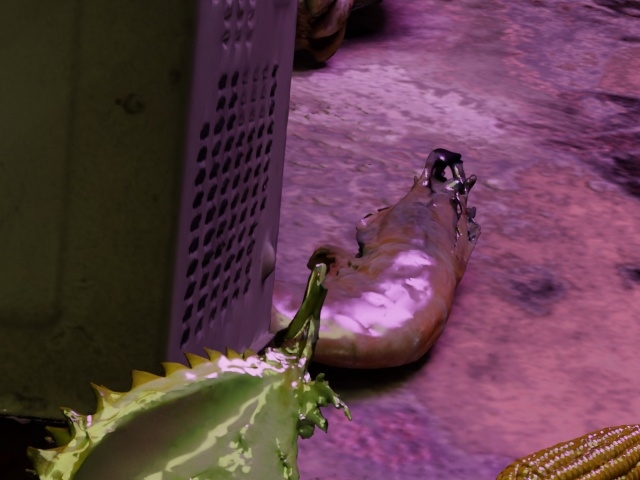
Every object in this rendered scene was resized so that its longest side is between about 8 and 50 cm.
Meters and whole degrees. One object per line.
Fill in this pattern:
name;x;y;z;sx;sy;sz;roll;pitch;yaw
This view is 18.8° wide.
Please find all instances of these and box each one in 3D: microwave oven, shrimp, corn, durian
microwave oven;-0.211;-0.112;0.746;0.394;0.333;0.247;6;9;8
shrimp;0.000;0.000;0.930;0.152;0.046;0.219;16;29;14
corn;0.105;0.094;0.757;0.092;0.037;0.037;-12;29;-41
durian;-0.044;0.101;0.567;0.100;0.086;0.215;4;67;1

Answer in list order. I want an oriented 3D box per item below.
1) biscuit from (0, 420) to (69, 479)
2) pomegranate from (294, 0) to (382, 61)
biscuit;-0.146;0.101;0.687;0.249;0.035;0.184;3;24;-6
pomegranate;-0.004;-0.221;1.282;0.202;0.202;0.248;6;55;2
